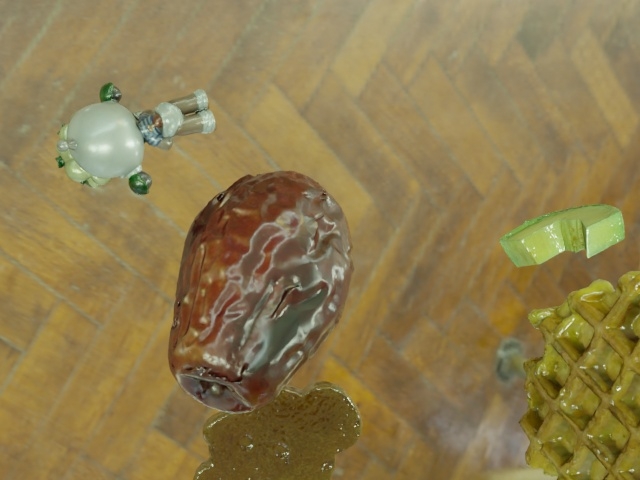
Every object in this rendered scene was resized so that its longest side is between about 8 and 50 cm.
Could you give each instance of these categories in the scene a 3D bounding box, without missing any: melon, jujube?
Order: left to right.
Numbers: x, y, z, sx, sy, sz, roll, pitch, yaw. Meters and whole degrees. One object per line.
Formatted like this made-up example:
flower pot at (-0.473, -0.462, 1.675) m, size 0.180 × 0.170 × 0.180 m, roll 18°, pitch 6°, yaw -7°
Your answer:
jujube at (-0.070, 0.050, 1.330) m, size 0.197 × 0.197 × 0.290 m, roll 58°, pitch 41°, yaw -40°
melon at (0.414, -0.008, 1.994) m, size 0.118 × 0.209 × 0.064 m, roll -31°, pitch 104°, yaw -35°

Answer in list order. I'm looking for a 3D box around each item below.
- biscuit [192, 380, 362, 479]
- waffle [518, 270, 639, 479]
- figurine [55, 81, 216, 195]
biscuit at (-0.072, 0.326, 1.870) m, size 0.290 × 0.041 × 0.208 m, roll -27°, pitch 111°, yaw -3°
waffle at (0.283, 0.165, 1.047) m, size 0.058 × 0.281 × 0.301 m, roll 5°, pitch 56°, yaw -34°
figurine at (-0.227, -0.127, 1.445) m, size 0.197 × 0.093 × 0.147 m, roll -16°, pitch 79°, yaw -22°
